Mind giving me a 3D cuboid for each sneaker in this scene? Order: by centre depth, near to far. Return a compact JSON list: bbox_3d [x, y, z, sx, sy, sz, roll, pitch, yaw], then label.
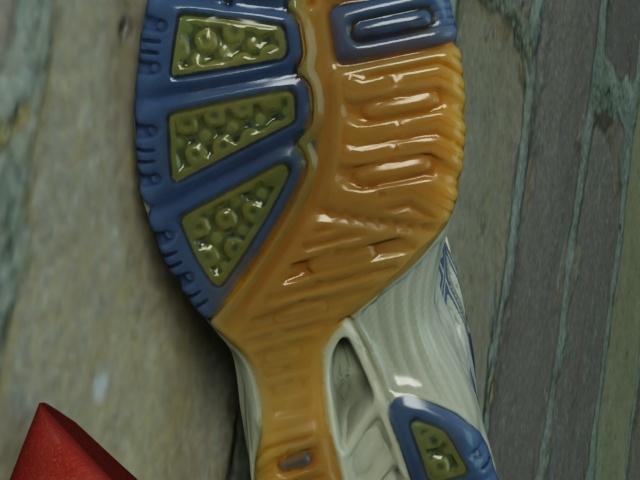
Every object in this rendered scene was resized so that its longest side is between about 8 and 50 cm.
[{"bbox_3d":[0.000,0.000,0.516,0.131,0.111,0.297,-93,176,-72],"label":"sneaker"}]

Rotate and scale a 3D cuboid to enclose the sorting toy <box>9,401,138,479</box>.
[{"bbox_3d":[-0.040,0.188,0.472,0.126,0.127,0.365,-46,148,-12],"label":"sorting toy"}]
